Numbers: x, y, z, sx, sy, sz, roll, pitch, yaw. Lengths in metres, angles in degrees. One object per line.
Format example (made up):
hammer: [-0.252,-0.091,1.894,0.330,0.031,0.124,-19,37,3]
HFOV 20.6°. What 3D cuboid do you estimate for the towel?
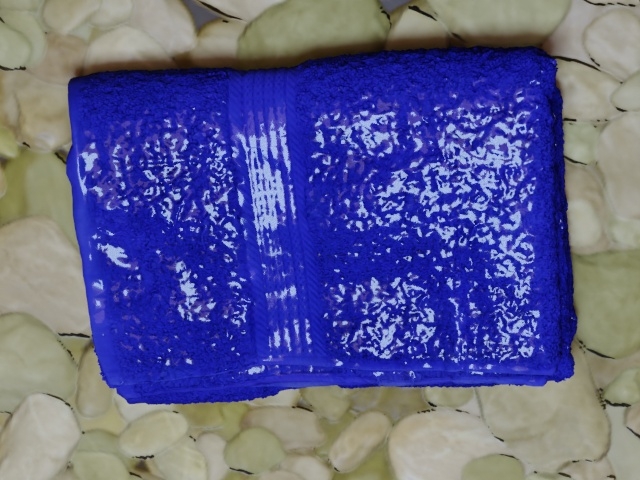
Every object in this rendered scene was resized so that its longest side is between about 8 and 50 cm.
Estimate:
towel: [0.000,0.000,1.088,0.308,0.076,0.228,-4,114,9]
